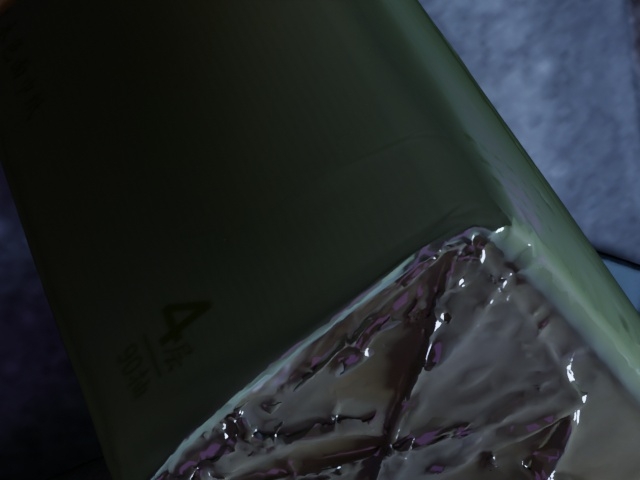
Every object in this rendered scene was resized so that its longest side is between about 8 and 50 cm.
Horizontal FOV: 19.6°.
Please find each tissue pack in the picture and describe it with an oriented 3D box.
[{"bbox_3d":[0.000,0.000,0.525,0.125,0.234,0.159,-37,131,7],"label":"tissue pack"}]

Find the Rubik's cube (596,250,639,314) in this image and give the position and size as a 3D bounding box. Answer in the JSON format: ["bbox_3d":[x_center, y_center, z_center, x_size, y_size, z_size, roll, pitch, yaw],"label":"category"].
[{"bbox_3d":[0.205,0.154,0.724,0.250,0.234,0.284,-8,128,-16],"label":"Rubik's cube"}]

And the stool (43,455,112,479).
[{"bbox_3d":[-0.072,0.267,0.694,0.310,0.226,0.310,-29,129,14],"label":"stool"}]

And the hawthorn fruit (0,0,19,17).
[{"bbox_3d":[-0.157,-0.110,0.399,0.263,0.231,0.235,23,93,6],"label":"hawthorn fruit"}]
